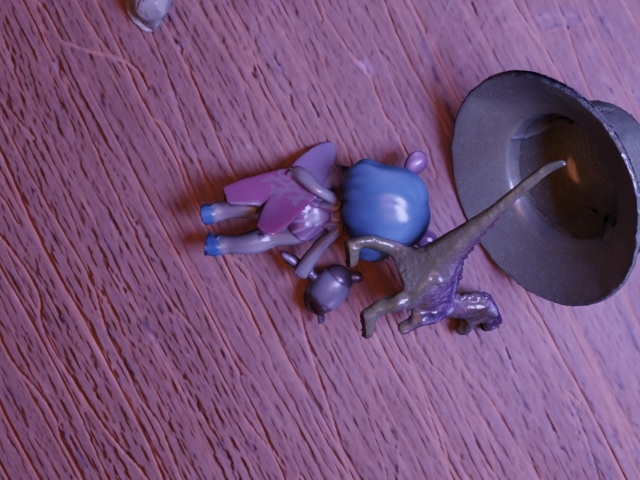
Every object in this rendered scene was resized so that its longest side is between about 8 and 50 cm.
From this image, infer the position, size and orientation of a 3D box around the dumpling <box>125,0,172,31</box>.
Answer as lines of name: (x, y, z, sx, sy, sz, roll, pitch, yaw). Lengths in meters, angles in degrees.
dumpling: (-0.195, -0.275, 0.987, 0.057, 0.076, 0.052, 19, 73, -2)

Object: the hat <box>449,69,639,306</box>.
hat: (0.268, -0.073, 0.922, 0.130, 0.257, 0.257, -26, 93, -25)

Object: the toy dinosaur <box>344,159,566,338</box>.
toy dinosaur: (0.129, 0.020, 0.919, 0.199, 0.072, 0.251, -8, 127, -9)

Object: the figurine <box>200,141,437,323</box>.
figurine: (-0.001, -0.005, 0.973, 0.260, 0.103, 0.205, -6, 95, 3)
